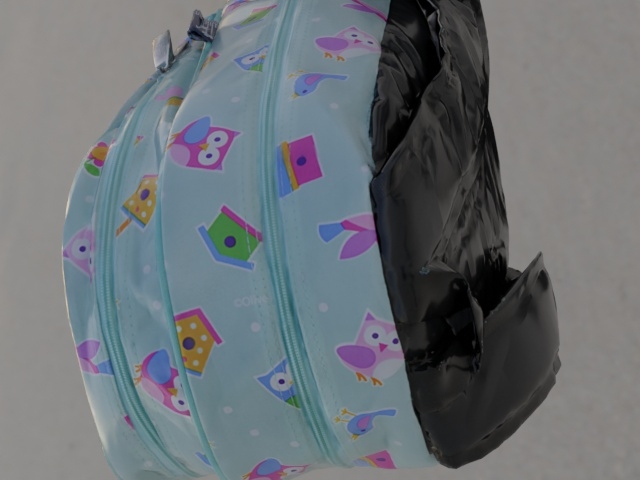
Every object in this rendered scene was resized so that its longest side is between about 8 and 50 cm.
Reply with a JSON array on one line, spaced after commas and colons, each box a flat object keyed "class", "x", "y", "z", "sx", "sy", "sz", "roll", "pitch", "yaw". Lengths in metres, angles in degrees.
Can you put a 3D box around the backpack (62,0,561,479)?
[{"class": "backpack", "x": 0.000, "y": 0.000, "z": 0.506, "sx": 0.115, "sy": 0.152, "sz": 0.182, "roll": -15, "pitch": 20, "yaw": 15}]
